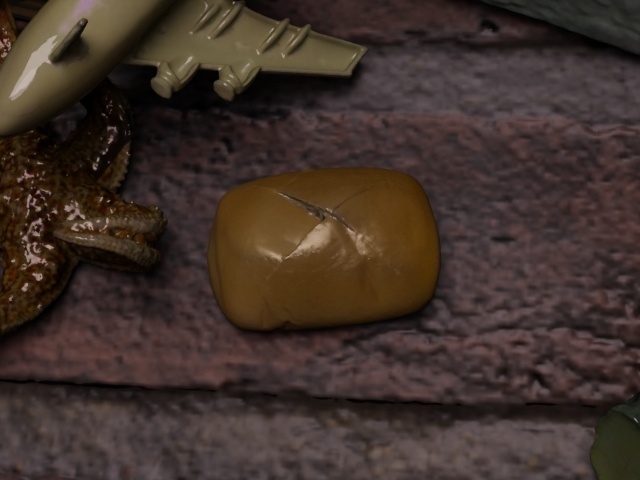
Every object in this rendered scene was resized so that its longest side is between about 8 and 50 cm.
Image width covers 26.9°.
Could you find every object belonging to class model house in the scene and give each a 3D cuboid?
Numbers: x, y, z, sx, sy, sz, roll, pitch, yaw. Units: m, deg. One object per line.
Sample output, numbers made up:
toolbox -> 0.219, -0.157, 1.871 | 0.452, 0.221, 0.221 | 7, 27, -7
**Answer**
model house -> 0.175, 0.094, 0.585 | 0.083, 0.066, 0.079 | -24, 52, -23

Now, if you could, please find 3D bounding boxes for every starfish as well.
starfish -> -0.164, -0.038, 0.677 | 0.146, 0.074, 0.190 | -19, 64, -3

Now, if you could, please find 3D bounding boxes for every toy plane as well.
toy plane -> -0.082, -0.139, 0.660 | 0.229, 0.092, 0.244 | 43, 56, -10

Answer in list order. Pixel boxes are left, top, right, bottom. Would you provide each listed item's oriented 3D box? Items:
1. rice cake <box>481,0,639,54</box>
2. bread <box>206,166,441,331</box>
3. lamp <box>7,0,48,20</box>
rice cake -> 0.124, -0.152, 0.697 | 0.206, 0.063, 0.069 | 19, 63, 15
bread -> 0.000, 0.000, 0.647 | 0.115, 0.056, 0.082 | -3, 65, 6
lamp -> -0.121, -0.276, 0.776 | 0.089, 0.090, 0.325 | 15, 69, 14
